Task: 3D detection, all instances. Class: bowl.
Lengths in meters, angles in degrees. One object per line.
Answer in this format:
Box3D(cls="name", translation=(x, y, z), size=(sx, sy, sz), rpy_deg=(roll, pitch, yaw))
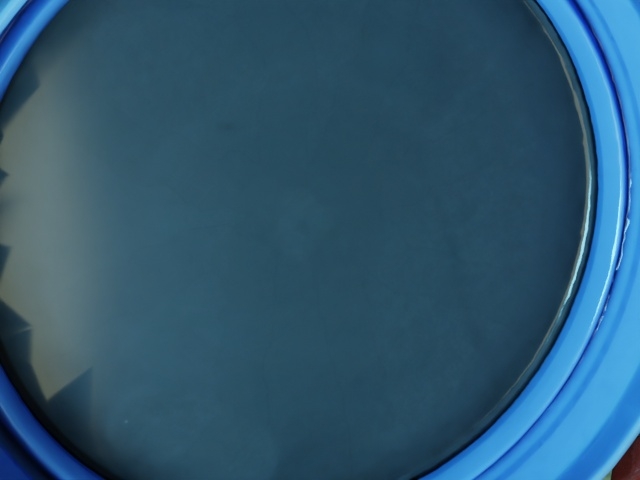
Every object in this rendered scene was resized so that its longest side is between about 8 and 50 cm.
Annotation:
Box3D(cls="bowl", translation=(0.000, 0.000, 0.733), size=(0.391, 0.077, 0.391), rpy_deg=(-5, 108, -16))

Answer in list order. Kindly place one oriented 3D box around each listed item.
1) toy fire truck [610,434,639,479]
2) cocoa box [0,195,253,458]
Box3D(cls="toy fire truck", translation=(0.377, 0.160, 1.005), size=(0.302, 0.169, 0.254), rpy_deg=(19, 146, -9))
Box3D(cls="cocoa box", translation=(-0.221, -0.003, 0.860), size=(0.231, 0.228, 0.347), rpy_deg=(-33, 116, 22))
